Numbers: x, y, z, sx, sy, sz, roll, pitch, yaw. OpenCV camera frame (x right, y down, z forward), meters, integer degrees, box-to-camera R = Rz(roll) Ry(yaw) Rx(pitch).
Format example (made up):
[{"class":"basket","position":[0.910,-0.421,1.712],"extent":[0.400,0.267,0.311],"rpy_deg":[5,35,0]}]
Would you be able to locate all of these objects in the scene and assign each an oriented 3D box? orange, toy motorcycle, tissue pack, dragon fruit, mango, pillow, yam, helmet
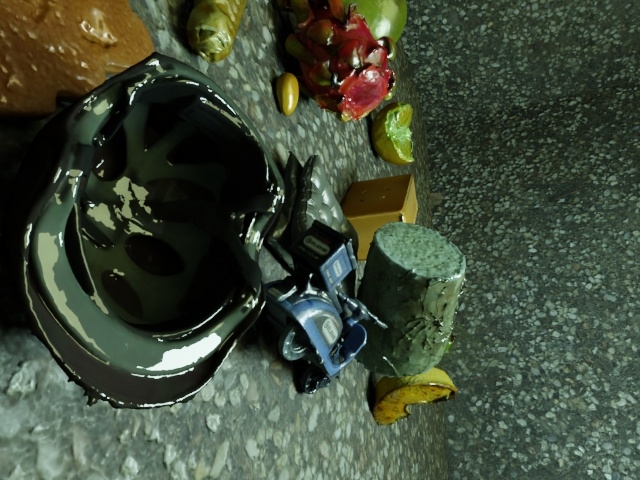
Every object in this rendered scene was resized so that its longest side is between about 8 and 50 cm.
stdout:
[{"class":"orange","position":[0.273,-0.403,1.710],"extent":[0.179,0.158,0.238],"rpy_deg":[-27,111,-61]},{"class":"toy motorcycle","position":[0.007,0.147,0.814],"extent":[0.212,0.125,0.359],"rpy_deg":[-44,143,-19]},{"class":"tissue pack","position":[0.172,-0.070,1.288],"extent":[0.275,0.194,0.146],"rpy_deg":[-61,138,-56]},{"class":"dragon fruit","position":[0.041,-0.431,1.029],"extent":[0.227,0.243,0.308],"rpy_deg":[-40,134,-20]},{"class":"mango","position":[-0.072,-0.312,0.958],"extent":[0.060,0.046,0.090],"rpy_deg":[-1,96,-67]},{"class":"pillow","position":[0.000,0.000,0.957],"extent":[0.326,0.101,0.228],"rpy_deg":[60,32,-48]},{"class":"yam","position":[0.191,0.142,1.033],"extent":[0.241,0.240,0.349],"rpy_deg":[-68,167,-52]},{"class":"helmet","position":[-0.174,-0.011,0.412],"extent":[0.225,0.177,0.306],"rpy_deg":[51,46,-43]}]

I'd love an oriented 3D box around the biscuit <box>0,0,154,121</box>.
[{"class":"biscuit","position":[-0.278,-0.223,0.397],"extent":[0.284,0.043,0.307],"rpy_deg":[60,32,-46]}]

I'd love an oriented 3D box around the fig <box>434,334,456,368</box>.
[{"class":"fig","position":[0.361,0.394,1.559],"extent":[0.203,0.235,0.204],"rpy_deg":[-11,90,-72]}]

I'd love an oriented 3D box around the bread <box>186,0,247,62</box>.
[{"class":"bread","position":[-0.151,-0.435,0.749],"extent":[0.077,0.084,0.368],"rpy_deg":[21,57,-21]}]

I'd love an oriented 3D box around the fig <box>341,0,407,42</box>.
[{"class":"fig","position":[0.076,-0.625,1.171],"extent":[0.326,0.257,0.258],"rpy_deg":[50,35,-27]}]

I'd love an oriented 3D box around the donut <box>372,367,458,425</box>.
[{"class":"donut","position":[0.244,0.430,1.283],"extent":[0.152,0.258,0.101],"rpy_deg":[42,29,-34]}]
